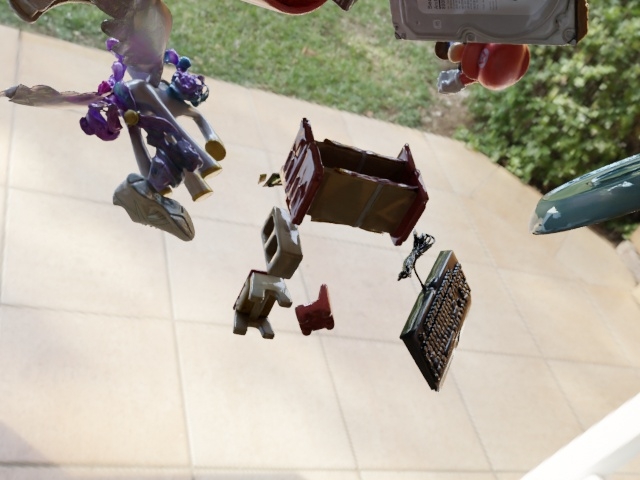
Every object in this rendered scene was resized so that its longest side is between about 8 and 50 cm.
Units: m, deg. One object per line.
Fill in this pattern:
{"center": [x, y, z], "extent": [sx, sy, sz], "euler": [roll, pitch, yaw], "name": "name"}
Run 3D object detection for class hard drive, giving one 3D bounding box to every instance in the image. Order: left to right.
{"center": [0.261, -0.443, 1.237], "extent": [0.339, 0.236, 0.064], "euler": [14, 39, 36], "name": "hard drive"}

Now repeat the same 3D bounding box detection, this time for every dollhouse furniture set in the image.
{"center": [0.000, 0.000, 1.289], "extent": [0.201, 0.374, 0.152], "euler": [13, 37, -22], "name": "dollhouse furniture set"}

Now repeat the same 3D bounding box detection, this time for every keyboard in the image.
{"center": [0.196, 0.097, 1.306], "extent": [0.201, 0.033, 0.317], "euler": [59, 30, -13], "name": "keyboard"}

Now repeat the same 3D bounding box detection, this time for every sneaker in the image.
{"center": [-0.267, -0.046, 1.223], "extent": [0.152, 0.061, 0.053], "euler": [42, 29, -27], "name": "sneaker"}

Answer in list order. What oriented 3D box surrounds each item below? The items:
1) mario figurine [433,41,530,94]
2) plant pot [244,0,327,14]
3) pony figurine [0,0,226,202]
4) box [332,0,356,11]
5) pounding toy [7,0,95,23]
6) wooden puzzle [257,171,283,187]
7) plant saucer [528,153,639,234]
{"center": [0.281, -0.390, 1.491], "extent": [0.198, 0.170, 0.320], "euler": [52, 9, -27], "name": "mario figurine"}
{"center": [-0.118, -0.510, 1.214], "extent": [0.243, 0.274, 0.275], "euler": [17, 24, 38], "name": "plant pot"}
{"center": [-0.317, -0.244, 1.313], "extent": [0.363, 0.303, 0.351], "euler": [59, 14, 3], "name": "pony figurine"}
{"center": [0.042, -0.578, 1.402], "extent": [0.203, 0.167, 0.168], "euler": [40, 69, -1], "name": "box"}
{"center": [-0.515, -0.518, 1.473], "extent": [0.270, 0.155, 0.154], "euler": [-3, 84, -38], "name": "pounding toy"}
{"center": [-0.090, -0.137, 1.715], "extent": [0.116, 0.078, 0.014], "euler": [-9, 73, -25], "name": "wooden puzzle"}
{"center": [0.456, -0.087, 1.126], "extent": [0.318, 0.318, 0.043], "euler": [-27, 96, -49], "name": "plant saucer"}
